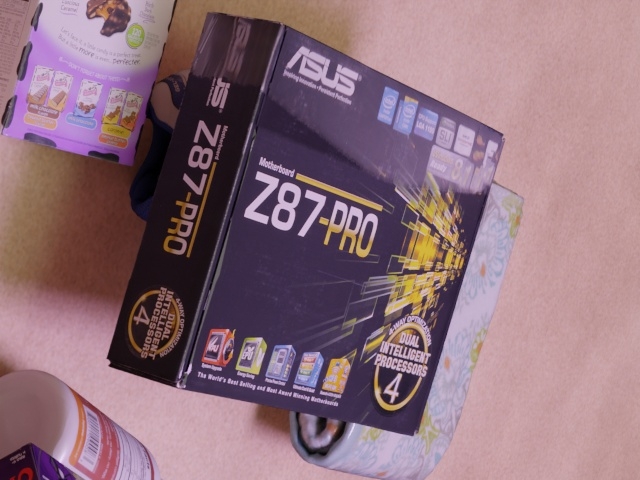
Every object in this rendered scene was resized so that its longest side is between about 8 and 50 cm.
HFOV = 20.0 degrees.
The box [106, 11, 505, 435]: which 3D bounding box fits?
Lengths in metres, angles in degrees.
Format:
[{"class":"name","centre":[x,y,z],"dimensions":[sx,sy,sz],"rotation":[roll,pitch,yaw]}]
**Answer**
[{"class":"box","centre":[0.000,0.000,1.660],"dimensions":[0.395,0.097,0.318],"rotation":[21,84,-54]}]

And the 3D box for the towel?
[{"class":"towel","centre":[0.105,0.083,2.016],"dimensions":[0.320,0.090,0.374],"rotation":[25,83,-62]}]

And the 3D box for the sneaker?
[{"class":"sneaker","centre":[-0.121,-0.021,1.688],"dimensions":[0.131,0.112,0.296],"rotation":[-16,116,-32]}]

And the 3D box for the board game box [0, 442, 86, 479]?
[{"class":"board game box","centre":[-0.239,0.302,1.571],"dimensions":[0.347,0.208,0.056],"rotation":[48,20,-52]}]

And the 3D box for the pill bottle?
[{"class":"pill bottle","centre":[-0.218,0.209,1.605],"dimensions":[0.121,0.121,0.216],"rotation":[-62,145,-17]}]

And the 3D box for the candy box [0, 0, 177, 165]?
[{"class":"candy box","centre":[-0.206,-0.174,1.509],"dimensions":[0.165,0.070,0.196],"rotation":[14,93,-56]}]
